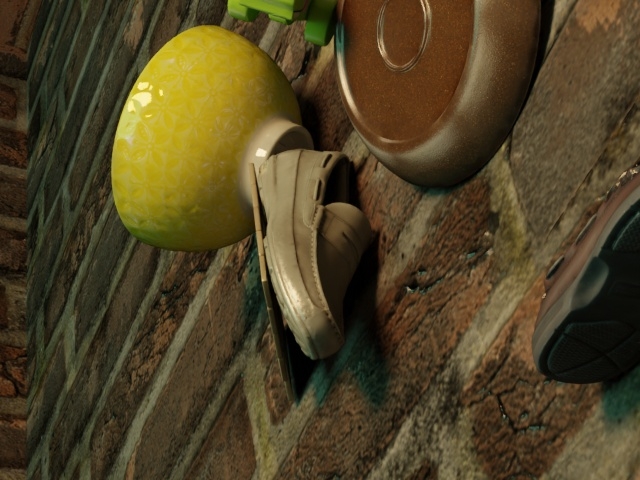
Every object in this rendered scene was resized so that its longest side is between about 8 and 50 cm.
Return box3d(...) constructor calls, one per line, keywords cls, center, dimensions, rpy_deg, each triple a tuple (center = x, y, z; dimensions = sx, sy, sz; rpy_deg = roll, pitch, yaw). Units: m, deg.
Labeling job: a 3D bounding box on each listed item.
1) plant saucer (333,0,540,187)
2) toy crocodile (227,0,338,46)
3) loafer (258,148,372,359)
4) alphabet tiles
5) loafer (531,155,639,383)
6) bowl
box3d(cls="plant saucer", center=(0.096, -0.207, 1.338), dimensions=(0.310, 0.050, 0.311), rpy_deg=(3, 94, 58))
box3d(cls="toy crocodile", center=(-0.014, -0.282, 1.524), dimensions=(0.340, 0.115, 0.105), rpy_deg=(-28, -44, -72))
box3d(cls="loafer", center=(0.000, 0.000, 1.466), dimensions=(0.319, 0.111, 0.112), rpy_deg=(-99, -8, -50))
box3d(cls="alphabet tiles", center=(-0.054, 0.063, 1.554), dimensions=(0.198, 0.009, 0.237), rpy_deg=(-100, 0, -48))
box3d(cls="loafer", center=(0.230, -0.014, 0.946), dimensions=(0.302, 0.109, 0.095), rpy_deg=(122, 155, -46))
box3d(cls="bowl", center=(-0.102, -0.105, 1.667), dimensions=(0.156, 0.289, 0.289), rpy_deg=(20, 99, 28))
